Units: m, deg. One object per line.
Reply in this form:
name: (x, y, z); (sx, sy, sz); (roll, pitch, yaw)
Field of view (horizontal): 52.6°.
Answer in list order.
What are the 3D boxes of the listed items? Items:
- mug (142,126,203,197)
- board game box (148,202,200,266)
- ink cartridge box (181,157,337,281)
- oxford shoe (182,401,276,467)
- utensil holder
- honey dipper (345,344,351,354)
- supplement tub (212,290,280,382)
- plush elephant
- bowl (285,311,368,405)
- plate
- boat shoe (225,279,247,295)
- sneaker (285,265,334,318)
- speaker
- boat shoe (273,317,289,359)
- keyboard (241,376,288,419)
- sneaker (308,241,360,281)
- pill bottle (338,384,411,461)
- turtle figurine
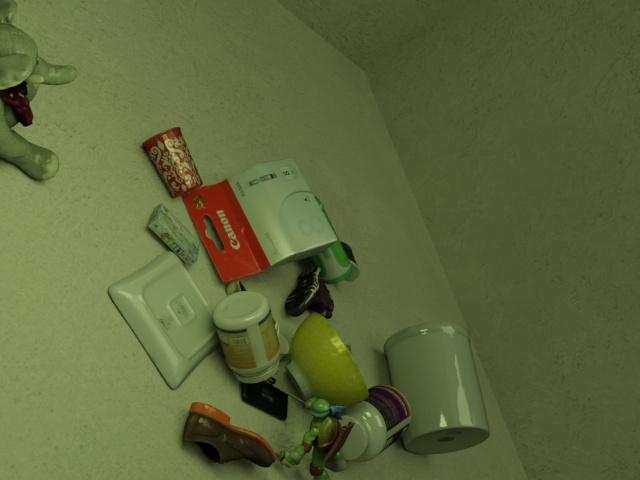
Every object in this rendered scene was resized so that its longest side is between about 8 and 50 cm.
mug: (-0.393, -0.216, 1.796); (0.169, 0.113, 0.150); (64, 26, -4)
board game box: (-0.379, -0.015, 1.689); (0.154, 0.026, 0.103); (49, 16, -25)
ink cartridge box: (-0.174, -0.072, 1.895); (0.385, 0.091, 0.308); (-16, 73, -40)
oxford shoe: (-0.211, 0.474, 1.487); (0.271, 0.097, 0.098); (41, 51, -30)
utensil holder: (0.419, 0.540, 2.347); (0.327, 0.327, 0.385); (35, 39, -45)
honey dipper: (0.093, 0.426, 2.173); (0.030, 0.030, 0.161); (40, 35, -40)
supplement tub: (-0.181, 0.243, 1.629); (0.144, 0.144, 0.200); (-70, 153, -58)
plush elephant: (-0.620, -0.322, 1.284); (0.330, 0.255, 0.272); (21, 47, -55)
bowl: (-0.007, 0.366, 1.845); (0.289, 0.156, 0.289); (54, -14, 20)
plate: (-0.347, 0.175, 1.559); (0.277, 0.045, 0.278); (59, 25, -7)
boat shoe: (-0.204, 0.175, 1.829); (0.153, 0.048, 0.056); (54, 26, -17)
sneaker: (-0.015, 0.206, 2.103); (0.162, 0.106, 0.281); (59, 24, -15)
speaker: (0.000, 0.000, 2.214); (0.296, 0.131, 0.131); (64, 23, -21)
boat shoe: (-0.155, 0.252, 1.782); (0.277, 0.096, 0.098); (41, 29, -46)
keyboard: (-0.148, 0.406, 1.736); (0.180, 0.023, 0.108); (40, 39, -41)
sneaker: (0.018, 0.025, 2.376); (0.296, 0.104, 0.147); (39, 14, -22)
pill bottle: (0.144, 0.554, 1.957); (0.323, 0.181, 0.181); (1, 64, -63)
turtle figurine: (-0.041, 0.520, 1.708); (0.198, 0.274, 0.266); (-102, 179, -66)
